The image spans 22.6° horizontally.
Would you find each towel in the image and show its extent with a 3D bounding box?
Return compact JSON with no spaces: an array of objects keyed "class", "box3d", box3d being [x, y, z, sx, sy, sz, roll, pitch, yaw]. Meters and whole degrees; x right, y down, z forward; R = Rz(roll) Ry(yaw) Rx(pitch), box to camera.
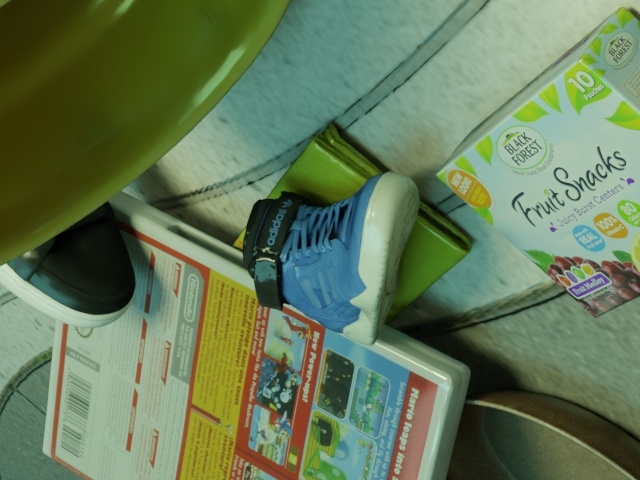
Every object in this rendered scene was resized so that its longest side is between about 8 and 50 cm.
[{"class":"towel","box3d":[0.006,0.011,0.916,0.102,0.021,0.237,35,154,-3]}]

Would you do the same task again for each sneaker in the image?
[{"class":"sneaker","box3d":[0.000,0.001,0.812,0.084,0.058,0.152,22,159,7]},{"class":"sneaker","box3d":[-0.166,-0.059,0.914,0.217,0.079,0.121,53,139,7]}]

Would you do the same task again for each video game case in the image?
[{"class":"video game case","box3d":[-0.052,0.106,0.968,0.285,0.025,0.204,26,120,29]}]

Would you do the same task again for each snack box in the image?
[{"class":"snack box","box3d":[0.120,-0.027,0.667,0.100,0.037,0.141,43,155,-3]}]

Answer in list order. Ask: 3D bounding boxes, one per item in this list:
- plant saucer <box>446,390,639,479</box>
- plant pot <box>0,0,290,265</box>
[{"class":"plant saucer","box3d":[0.149,0.147,0.918,0.198,0.036,0.199,31,153,18]},{"class":"plant pot","box3d":[-0.174,-0.140,0.678,0.239,0.254,0.254,52,157,12]}]
